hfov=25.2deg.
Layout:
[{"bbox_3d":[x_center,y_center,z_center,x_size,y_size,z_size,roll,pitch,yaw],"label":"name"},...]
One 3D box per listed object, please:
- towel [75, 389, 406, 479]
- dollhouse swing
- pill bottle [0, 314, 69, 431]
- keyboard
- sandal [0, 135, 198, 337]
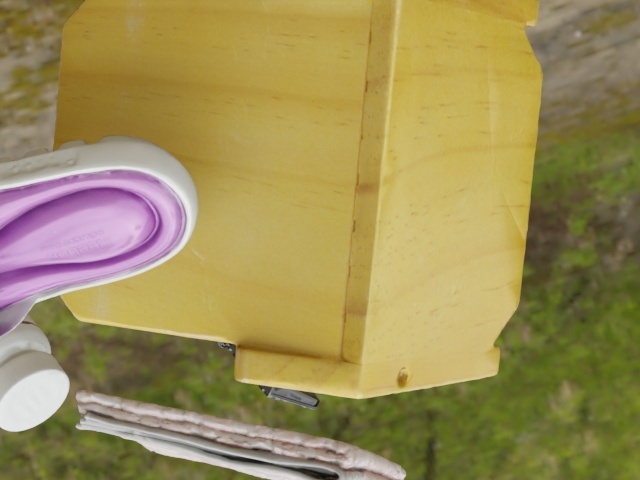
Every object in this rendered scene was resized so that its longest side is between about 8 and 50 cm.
[{"bbox_3d":[-0.087,0.245,1.677,0.332,0.053,0.317,10,170,15],"label":"towel"},{"bbox_3d":[-0.021,-0.063,1.271,0.305,0.346,0.315,7,-175,37],"label":"dollhouse swing"},{"bbox_3d":[-0.411,0.127,1.781,0.121,0.221,0.121,-29,145,-23],"label":"pill bottle"},{"bbox_3d":[-0.079,0.094,1.375,0.023,0.180,0.108,-51,139,6],"label":"keyboard"},{"bbox_3d":[-0.293,0.035,1.119,0.416,0.102,0.169,-25,129,15],"label":"sandal"}]
